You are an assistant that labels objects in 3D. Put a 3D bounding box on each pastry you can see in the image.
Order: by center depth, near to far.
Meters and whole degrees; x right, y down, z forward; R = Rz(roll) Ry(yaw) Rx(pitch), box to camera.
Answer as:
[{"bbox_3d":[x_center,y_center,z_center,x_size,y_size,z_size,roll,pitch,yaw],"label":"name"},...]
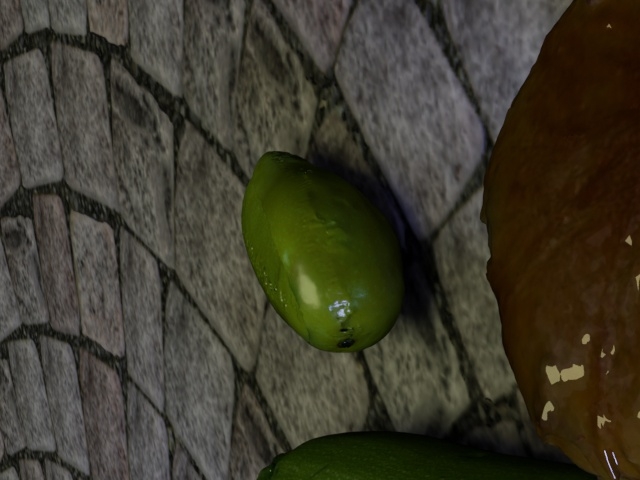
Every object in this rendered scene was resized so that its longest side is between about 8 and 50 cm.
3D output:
[{"bbox_3d":[0.146,-0.009,0.529,0.218,0.100,0.229,42,104,45],"label":"pastry"}]

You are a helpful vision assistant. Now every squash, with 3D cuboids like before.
[{"bbox_3d":[0.064,0.150,0.815,0.378,0.101,0.101,-2,98,60],"label":"squash"}]

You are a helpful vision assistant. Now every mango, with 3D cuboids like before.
[{"bbox_3d":[0.000,0.000,0.919,0.165,0.074,0.091,-117,24,-52],"label":"mango"}]
